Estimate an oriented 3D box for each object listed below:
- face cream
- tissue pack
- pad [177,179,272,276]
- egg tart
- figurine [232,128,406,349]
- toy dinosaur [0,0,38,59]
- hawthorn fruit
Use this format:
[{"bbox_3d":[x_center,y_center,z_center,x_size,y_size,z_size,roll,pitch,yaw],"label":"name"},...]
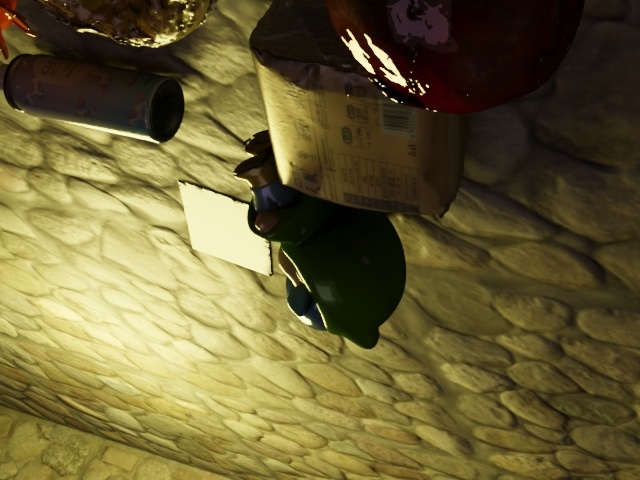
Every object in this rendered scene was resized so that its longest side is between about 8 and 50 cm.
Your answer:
[{"bbox_3d":[-0.267,-0.164,1.073,0.229,0.075,0.075,13,151,22],"label":"face cream"},{"bbox_3d":[0.041,-0.116,0.884,0.186,0.090,0.222,14,153,16],"label":"tissue pack"},{"bbox_3d":[-0.127,-0.013,1.310,0.127,0.004,0.190,20,153,10],"label":"pad"},{"bbox_3d":[-0.186,-0.263,0.805,0.234,0.094,0.234,17,154,9],"label":"egg tart"},{"bbox_3d":[0.000,0.000,1.061,0.143,0.162,0.263,-21,120,27],"label":"figurine"},{"bbox_3d":[-0.309,-0.224,0.879,0.117,0.070,0.288,60,178,-17],"label":"toy dinosaur"},{"bbox_3d":[0.109,-0.166,0.659,0.181,0.181,0.235,5,160,34],"label":"hawthorn fruit"}]
